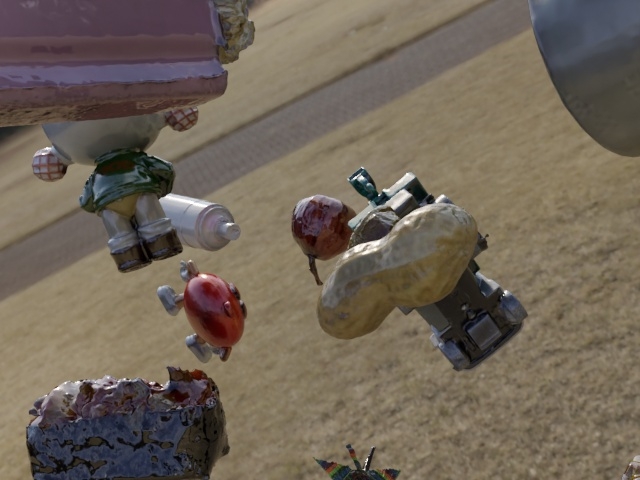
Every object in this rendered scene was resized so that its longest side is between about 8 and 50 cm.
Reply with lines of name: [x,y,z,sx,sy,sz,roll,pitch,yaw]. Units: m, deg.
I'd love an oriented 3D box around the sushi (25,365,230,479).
sushi: [-0.308,0.299,1.363,0.344,0.181,0.196,-7,-10,12]

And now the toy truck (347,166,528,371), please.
toy truck: [0.178,0.041,1.378,0.176,0.363,0.178,-39,29,1]

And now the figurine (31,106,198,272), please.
figurine: [-0.317,-0.138,1.324,0.281,0.369,0.167,-20,-5,7]

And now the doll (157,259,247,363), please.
doll: [-0.188,0.114,1.439,0.085,0.183,0.217,-29,-2,-33]

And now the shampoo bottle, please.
shampoo bottle: [-0.253,-0.038,1.593,0.303,0.092,0.092,12,42,46]

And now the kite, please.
kite: [0.047,0.274,0.992,0.004,0.122,0.090,-52,40,37]

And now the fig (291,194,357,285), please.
fig: [0.002,-0.015,1.543,0.150,0.128,0.128,-64,0,30]

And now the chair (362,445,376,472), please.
chair: [0.088,0.404,1.276,0.084,0.102,0.212,-69,-8,28]

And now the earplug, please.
earplug: [0.510,-0.318,1.097,0.394,0.312,0.312,-26,15,46]

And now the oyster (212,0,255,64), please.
oyster: [-0.192,-0.423,1.521,0.162,0.232,0.107,-1,-6,37]

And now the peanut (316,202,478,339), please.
peanut: [0.072,0.035,0.847,0.193,0.089,0.089,-34,14,29]

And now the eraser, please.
eraser: [-0.296,-0.272,0.965,0.359,0.272,0.122,-14,-1,-43]

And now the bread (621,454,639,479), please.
bread: [0.446,0.391,1.095,0.096,0.222,0.181,-10,31,35]

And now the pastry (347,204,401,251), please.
pastry: [0.080,0.003,1.203,0.057,0.097,0.109,37,45,21]
